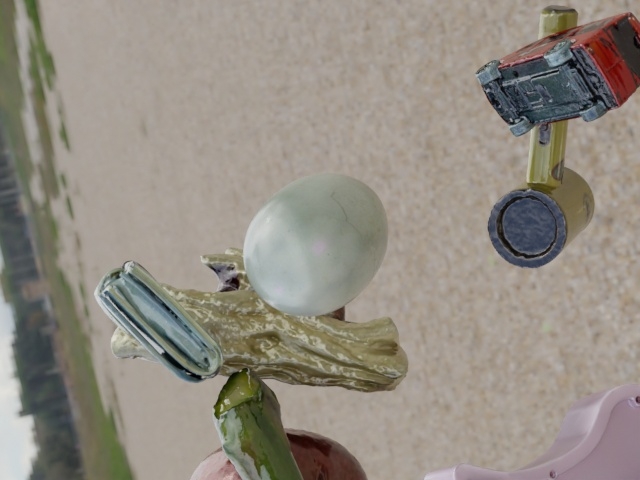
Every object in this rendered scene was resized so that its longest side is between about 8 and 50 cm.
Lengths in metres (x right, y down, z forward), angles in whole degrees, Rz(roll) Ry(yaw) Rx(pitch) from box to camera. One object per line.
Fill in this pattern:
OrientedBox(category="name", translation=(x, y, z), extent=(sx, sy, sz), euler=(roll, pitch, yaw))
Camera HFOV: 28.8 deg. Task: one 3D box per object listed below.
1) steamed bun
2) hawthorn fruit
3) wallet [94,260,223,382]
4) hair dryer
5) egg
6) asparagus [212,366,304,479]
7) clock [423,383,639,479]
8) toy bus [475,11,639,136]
OrientedBox(category="steamed bun", translation=(-0.066, 0.102, 1.834), extent=(0.247, 0.427, 0.189), euler=(3, -86, -79))
OrientedBox(category="hawthorn fruit", translation=(-0.066, 0.384, 1.709), extent=(0.299, 0.275, 0.275), euler=(13, 117, 56))
OrientedBox(category="wallet", translation=(-0.206, 0.103, 1.571), extent=(0.176, 0.075, 0.250), euler=(45, 170, -6))
OrientedBox(category="hair dryer", translation=(0.257, -0.119, 1.373), extent=(0.135, 0.090, 0.279), euler=(-30, -53, -57))
OrientedBox(category="egg", translation=(0.000, 0.000, 1.427), extent=(0.151, 0.209, 0.151), euler=(18, 128, 25))
OrientedBox(category="asparagus", translation=(-0.042, 0.316, 1.495), extent=(0.085, 0.082, 0.343), euler=(41, -155, -81))
OrientedBox(category="clock", translation=(0.255, 0.277, 1.344), extent=(0.080, 0.290, 0.275), euler=(147, 138, -63))
OrientedBox(category="toy bus", translation=(0.243, -0.169, 1.260), extent=(0.081, 0.089, 0.195), euler=(54, 158, -13))
